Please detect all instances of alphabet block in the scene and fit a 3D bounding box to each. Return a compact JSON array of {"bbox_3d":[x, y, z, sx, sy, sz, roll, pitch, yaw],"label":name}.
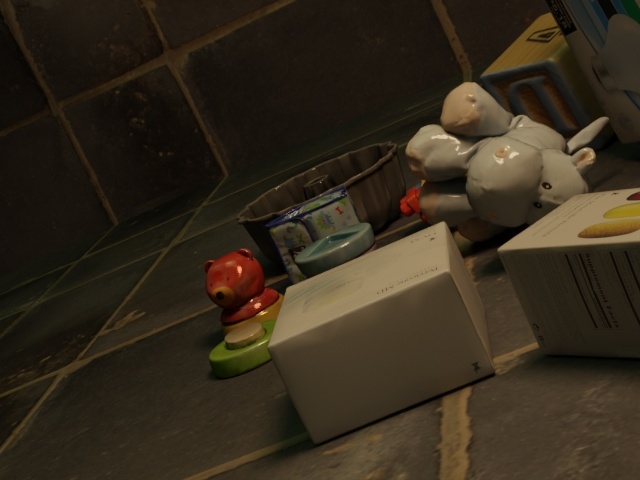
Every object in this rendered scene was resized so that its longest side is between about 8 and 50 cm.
[{"bbox_3d":[0.433,-0.279,2.183,0.197,0.192,0.193,-44,22,-27],"label":"alphabet block"}]

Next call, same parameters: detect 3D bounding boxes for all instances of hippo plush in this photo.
[{"bbox_3d":[0.276,-0.065,1.773,0.294,0.234,0.236,14,23,-18],"label":"hippo plush"}]

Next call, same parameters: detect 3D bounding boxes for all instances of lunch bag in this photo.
[{"bbox_3d":[0.000,0.000,2.099,0.151,0.129,0.096,-23,11,6],"label":"lunch bag"}]

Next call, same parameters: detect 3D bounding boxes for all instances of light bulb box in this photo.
[{"bbox_3d":[0.500,-0.348,1.773,0.225,0.358,0.361,-30,2,-6],"label":"light bulb box"}]

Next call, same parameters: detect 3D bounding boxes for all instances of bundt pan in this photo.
[{"bbox_3d":[0.015,-0.058,2.330,0.331,0.124,0.331,-24,12,5],"label":"bundt pan"}]

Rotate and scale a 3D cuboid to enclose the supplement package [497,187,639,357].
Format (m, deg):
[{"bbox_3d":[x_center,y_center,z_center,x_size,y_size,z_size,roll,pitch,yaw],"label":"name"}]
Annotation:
[{"bbox_3d":[0.326,0.030,1.279,0.139,0.134,0.244,-33,14,-29],"label":"supplement package"}]

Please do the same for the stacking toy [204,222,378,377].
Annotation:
[{"bbox_3d":[-0.057,0.071,1.906,0.309,0.130,0.279,-22,12,17],"label":"stacking toy"}]

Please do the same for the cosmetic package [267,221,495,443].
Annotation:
[{"bbox_3d":[0.074,0.102,1.486,0.224,0.138,0.224,-24,13,10],"label":"cosmetic package"}]

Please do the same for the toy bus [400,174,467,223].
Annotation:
[{"bbox_3d":[0.226,-0.095,2.052,0.211,0.149,0.220,-37,12,11],"label":"toy bus"}]
